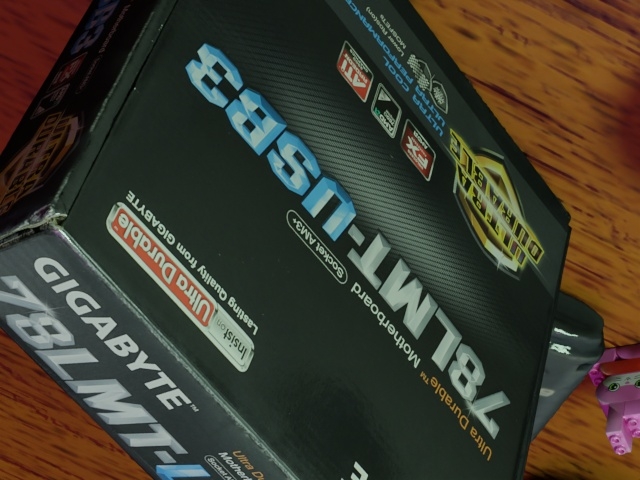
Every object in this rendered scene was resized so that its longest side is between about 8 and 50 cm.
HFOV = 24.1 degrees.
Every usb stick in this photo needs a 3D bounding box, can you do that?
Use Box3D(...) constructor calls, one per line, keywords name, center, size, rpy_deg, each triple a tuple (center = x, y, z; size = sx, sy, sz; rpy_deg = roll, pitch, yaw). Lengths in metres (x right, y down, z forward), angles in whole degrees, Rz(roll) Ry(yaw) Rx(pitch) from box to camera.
Box3D(name="usb stick", center=(0.090, 0.126, 0.953), size=(0.077, 0.045, 0.278), rpy_deg=(25, 135, -3))

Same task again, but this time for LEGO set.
Box3D(name="LEGO set", center=(0.268, 0.110, 0.846), size=(0.227, 0.093, 0.087), rpy_deg=(-11, 128, 27))

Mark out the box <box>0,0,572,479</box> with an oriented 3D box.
Box3D(name="box", center=(0.000, 0.000, 0.687), size=(0.073, 0.293, 0.295), rpy_deg=(-21, 123, 32))
